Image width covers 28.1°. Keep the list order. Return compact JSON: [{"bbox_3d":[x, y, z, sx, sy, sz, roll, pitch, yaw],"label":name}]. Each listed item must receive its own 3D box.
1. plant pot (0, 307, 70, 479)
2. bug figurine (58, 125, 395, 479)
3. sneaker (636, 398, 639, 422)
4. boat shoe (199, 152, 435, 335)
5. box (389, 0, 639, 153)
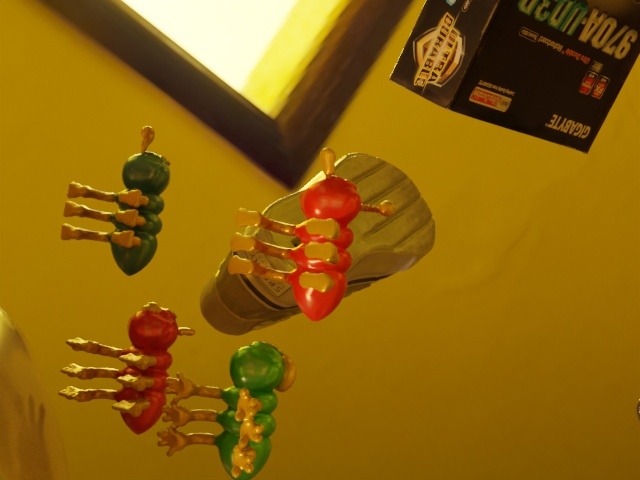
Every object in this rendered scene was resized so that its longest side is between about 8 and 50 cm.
[{"bbox_3d":[-0.265,0.175,0.824,0.256,0.256,0.274,-56,-148,-4],"label":"plant pot"},{"bbox_3d":[-0.075,0.038,0.848,0.279,0.072,0.216,11,-91,45],"label":"bug figurine"},{"bbox_3d":[0.391,0.242,1.397,0.065,0.076,0.166,-55,-127,40],"label":"sneaker"},{"bbox_3d":[0.000,0.000,1.050,0.094,0.109,0.302,-34,172,28],"label":"boat shoe"},{"bbox_3d":[0.153,-0.156,0.831,0.051,0.220,0.175,33,-76,31],"label":"box"}]
